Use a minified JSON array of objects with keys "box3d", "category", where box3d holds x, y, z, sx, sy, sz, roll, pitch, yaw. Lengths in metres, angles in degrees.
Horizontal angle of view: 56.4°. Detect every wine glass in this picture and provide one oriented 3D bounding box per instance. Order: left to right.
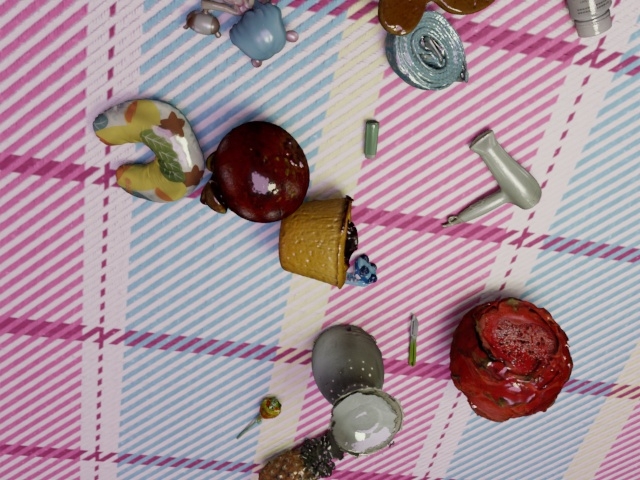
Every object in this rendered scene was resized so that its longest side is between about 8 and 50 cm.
[{"box3d":[0.079,0.346,1.450,0.190,0.357,0.190,-1,106,-5],"category":"wine glass"}]

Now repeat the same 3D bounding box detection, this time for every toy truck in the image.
[{"box3d":[0.092,0.084,1.473,0.090,0.056,0.073,-28,124,24],"category":"toy truck"}]

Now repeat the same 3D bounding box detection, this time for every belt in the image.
[{"box3d":[0.209,-0.381,1.209,0.148,0.082,0.163,-18,110,-5],"category":"belt"}]

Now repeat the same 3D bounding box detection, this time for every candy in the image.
[{"box3d":[-0.181,0.512,1.690,0.060,0.060,0.201,32,120,-20],"category":"candy"}]

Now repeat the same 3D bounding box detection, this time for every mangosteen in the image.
[{"box3d":[-0.149,-0.130,1.255,0.257,0.215,0.215,-22,120,31],"category":"mangosteen"}]

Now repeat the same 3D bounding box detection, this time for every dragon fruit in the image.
[{"box3d":[0.470,0.300,1.492,0.295,0.295,0.301,-8,122,-1],"category":"dragon fruit"}]

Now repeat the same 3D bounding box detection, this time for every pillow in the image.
[{"box3d":[-0.358,-0.187,1.274,0.214,0.086,0.233,-7,122,11],"category":"pillow"}]

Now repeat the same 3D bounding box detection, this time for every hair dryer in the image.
[{"box3d":[0.364,-0.113,1.392,0.206,0.075,0.237,42,116,-16],"category":"hair dryer"}]

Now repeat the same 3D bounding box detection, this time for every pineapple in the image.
[{"box3d":[-0.038,0.660,1.733,0.279,0.158,0.158,-35,116,0],"category":"pineapple"}]

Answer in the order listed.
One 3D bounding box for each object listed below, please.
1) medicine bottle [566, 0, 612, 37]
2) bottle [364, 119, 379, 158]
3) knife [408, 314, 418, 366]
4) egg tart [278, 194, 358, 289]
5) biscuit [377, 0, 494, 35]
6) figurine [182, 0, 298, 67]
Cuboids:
[{"box3d":[0.533,-0.478,1.185,0.080,0.080,0.130,-24,119,8],"category":"medicine bottle"},{"box3d":[0.112,-0.222,1.316,0.030,0.030,0.083,0,119,-5],"category":"bottle"},{"box3d":[0.250,0.268,1.602,0.022,0.026,0.184,18,127,31],"category":"knife"},{"box3d":[0.000,0.000,1.337,0.171,0.215,0.215,4,119,5],"category":"egg tart"},{"box3d":[0.141,-0.529,1.111,0.432,0.064,0.283,9,98,-11],"category":"biscuit"},{"box3d":[-0.174,-0.445,1.129,0.205,0.103,0.260,-31,117,12],"category":"figurine"}]
